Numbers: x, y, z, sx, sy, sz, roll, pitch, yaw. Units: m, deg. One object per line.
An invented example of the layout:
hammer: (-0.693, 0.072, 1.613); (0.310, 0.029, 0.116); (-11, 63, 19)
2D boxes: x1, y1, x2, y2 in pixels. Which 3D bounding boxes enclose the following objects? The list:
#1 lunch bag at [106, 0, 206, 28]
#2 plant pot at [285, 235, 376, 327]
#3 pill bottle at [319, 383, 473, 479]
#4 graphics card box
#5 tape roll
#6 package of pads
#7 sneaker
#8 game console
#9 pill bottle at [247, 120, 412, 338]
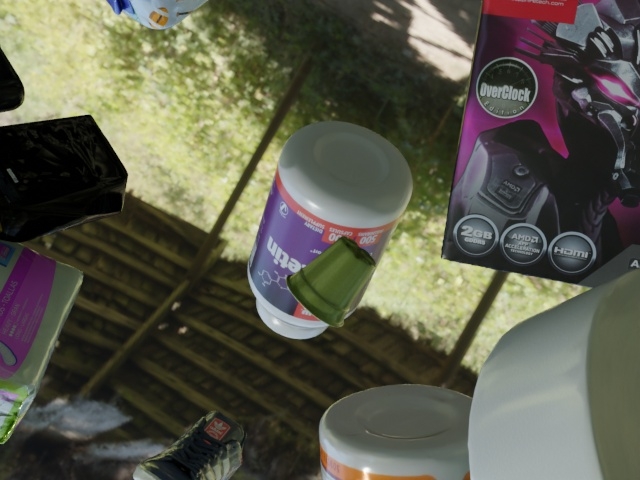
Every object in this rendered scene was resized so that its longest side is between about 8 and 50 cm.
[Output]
lunch bag: (-0.277, -0.470, 1.277); (0.303, 0.243, 0.115); (36, 155, 28)
plant pot: (0.019, 0.040, 0.883); (0.083, 0.079, 0.083); (39, -165, -12)
pill bottle: (0.117, 0.408, 1.033); (0.224, 0.391, 0.224); (-3, -169, 1)
graphics card box: (0.256, -0.142, 0.745); (0.233, 0.370, 0.094); (11, -160, 13)
tape roll: (0.234, 0.165, 0.530); (0.286, 0.286, 0.100); (28, 141, -24)
package of pads: (-0.419, 0.064, 0.821); (0.297, 0.101, 0.229); (27, -153, -17)
sneaker: (-0.216, 0.379, 1.419); (0.131, 0.148, 0.350); (33, 176, 9)
game console: (-0.379, -0.169, 0.936); (0.361, 0.044, 0.213); (57, -150, 4)
pill bottle: (0.000, 0.000, 1.137); (0.182, 0.322, 0.181); (10, -134, -10)
